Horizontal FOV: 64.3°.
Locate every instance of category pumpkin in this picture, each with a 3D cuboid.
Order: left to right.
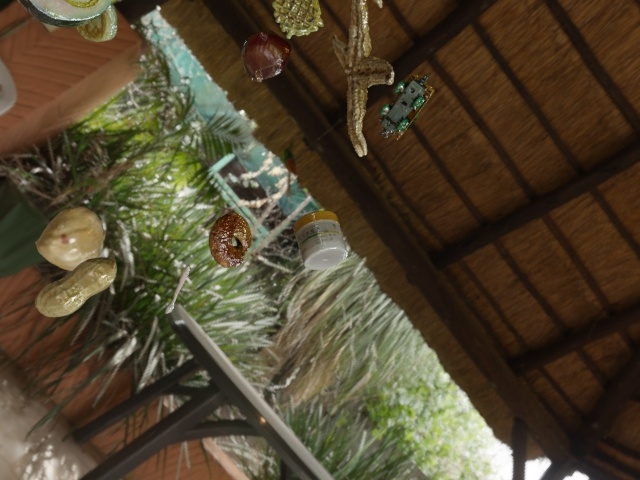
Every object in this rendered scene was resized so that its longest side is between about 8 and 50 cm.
[{"bbox_3d":[-0.771,-0.755,1.458,0.197,0.263,0.293,7,-53,54],"label":"pumpkin"}]

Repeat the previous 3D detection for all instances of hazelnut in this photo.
[{"bbox_3d":[-0.966,0.003,1.962,0.241,0.261,0.261,10,-12,-8],"label":"hazelnut"},{"bbox_3d":[-0.197,-0.664,1.831,0.160,0.170,0.202,54,-14,-5],"label":"hazelnut"}]

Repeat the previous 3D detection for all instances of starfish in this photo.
[{"bbox_3d":[0.140,-0.509,1.543,0.324,0.083,0.432,148,-66,-63],"label":"starfish"}]

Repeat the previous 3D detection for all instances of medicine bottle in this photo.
[{"bbox_3d":[0.000,0.000,2.619,0.238,0.238,0.231,79,-4,-63],"label":"medicine bottle"}]

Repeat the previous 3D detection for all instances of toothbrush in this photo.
[{"bbox_3d":[-0.654,0.228,2.327,0.025,0.029,0.307,38,-60,12],"label":"toothbrush"}]

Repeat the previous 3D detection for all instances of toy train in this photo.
[{"bbox_3d":[0.263,-0.408,1.553,0.091,0.136,0.227,44,-59,14],"label":"toy train"}]

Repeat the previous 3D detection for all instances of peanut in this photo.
[{"bbox_3d":[-0.730,0.141,1.524,0.111,0.274,0.125,54,2,-26],"label":"peanut"}]

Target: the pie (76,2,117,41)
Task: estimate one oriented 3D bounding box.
[{"bbox_3d":[-0.860,-0.873,1.863,0.303,0.067,0.302,22,-45,24],"label":"pie"}]

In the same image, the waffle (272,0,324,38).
[{"bbox_3d":[-0.102,-0.993,2.182,0.054,0.204,0.223,-129,-159,-72],"label":"waffle"}]

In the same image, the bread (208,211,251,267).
[{"bbox_3d":[-0.303,-0.001,1.734,0.064,0.193,0.193,3,-42,37],"label":"bread"}]
